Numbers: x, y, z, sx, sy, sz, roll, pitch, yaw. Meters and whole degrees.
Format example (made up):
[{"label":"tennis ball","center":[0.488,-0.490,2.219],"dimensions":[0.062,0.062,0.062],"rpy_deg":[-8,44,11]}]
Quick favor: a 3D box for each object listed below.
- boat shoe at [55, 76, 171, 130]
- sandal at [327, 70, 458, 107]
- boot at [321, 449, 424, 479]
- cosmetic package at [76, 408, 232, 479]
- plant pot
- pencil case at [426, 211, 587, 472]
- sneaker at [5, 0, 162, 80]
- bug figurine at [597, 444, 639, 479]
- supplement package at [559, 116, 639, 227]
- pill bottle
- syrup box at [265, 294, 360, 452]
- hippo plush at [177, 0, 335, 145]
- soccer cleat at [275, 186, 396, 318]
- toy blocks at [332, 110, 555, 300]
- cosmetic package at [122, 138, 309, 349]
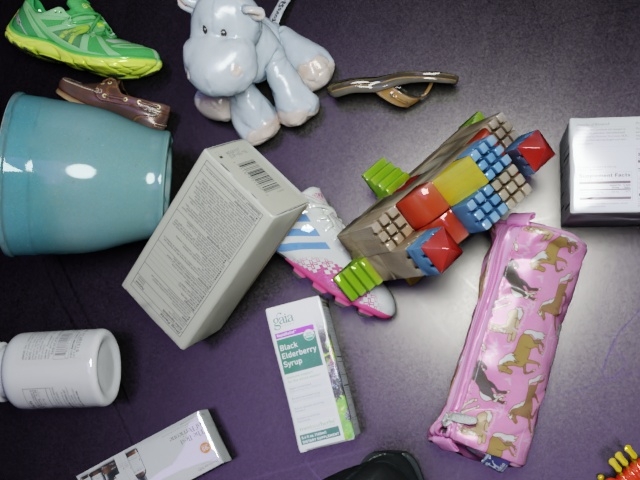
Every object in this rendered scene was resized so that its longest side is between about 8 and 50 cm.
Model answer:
[{"label":"boat shoe","center":[-0.360,-0.247,1.707],"dimensions":[0.207,0.073,0.073],"rpy_deg":[24,105,2]},{"label":"sandal","center":[0.121,-0.250,1.629],"dimensions":[0.219,0.090,0.060],"rpy_deg":[-7,100,6]},{"label":"boot","center":[0.107,0.484,1.354],"dimensions":[0.146,0.445,0.367],"rpy_deg":[-22,80,6]},{"label":"cosmetic package","center":[-0.277,0.380,1.626],"dimensions":[0.239,0.060,0.099],"rpy_deg":[-29,80,5]},{"label":"plant pot","center":[-0.377,-0.098,1.612],"dimensions":[0.255,0.271,0.272],"rpy_deg":[4,84,-6]},{"label":"pencil case","center":[0.290,0.154,1.507],"dimensions":[0.160,0.167,0.386],"rpy_deg":[17,86,9]},{"label":"sneaker","center":[-0.416,-0.362,1.715],"dimensions":[0.295,0.109,0.124],"rpy_deg":[18,90,11]},{"label":"bug figurine","center":[0.569,0.414,1.480],"dimensions":[0.216,0.072,0.279],"rpy_deg":[-34,74,-3]},{"label":"supplement package","center":[0.504,-0.102,1.486],"dimensions":[0.261,0.204,0.145],"rpy_deg":[0,85,9]},{"label":"pill bottle","center":[-0.464,0.218,1.640],"dimensions":[0.229,0.131,0.131],"rpy_deg":[-4,82,8]},{"label":"syrup box","center":[-0.011,0.214,1.585],"dimensions":[0.093,0.096,0.237],"rpy_deg":[-15,82,7]},{"label":"hippo plush","center":[-0.105,-0.316,1.593],"dimensions":[0.234,0.236,0.294],"rpy_deg":[12,85,11]},{"label":"soccer cleat","center":[0.000,0.000,1.597],"dimensions":[0.331,0.116,0.143],"rpy_deg":[32,94,12]},{"label":"toy blocks","center":[0.199,-0.070,1.454],"dimensions":[0.381,0.261,0.191],"rpy_deg":[-41,99,-19]},{"label":"cosmetic package","center":[-0.172,0.008,1.557],"dimensions":[0.160,0.113,0.309],"rpy_deg":[45,123,12]}]
